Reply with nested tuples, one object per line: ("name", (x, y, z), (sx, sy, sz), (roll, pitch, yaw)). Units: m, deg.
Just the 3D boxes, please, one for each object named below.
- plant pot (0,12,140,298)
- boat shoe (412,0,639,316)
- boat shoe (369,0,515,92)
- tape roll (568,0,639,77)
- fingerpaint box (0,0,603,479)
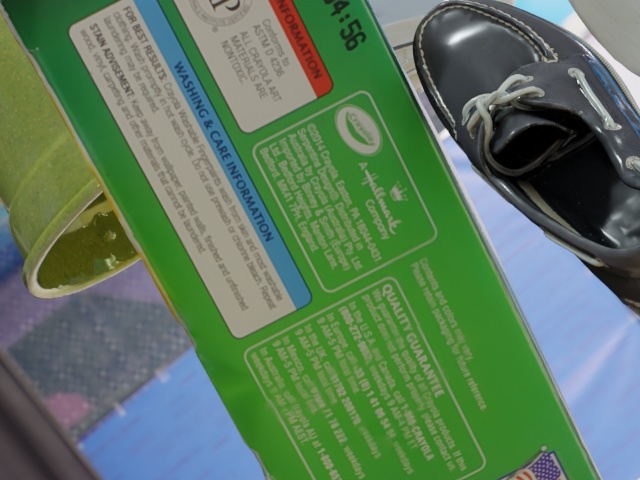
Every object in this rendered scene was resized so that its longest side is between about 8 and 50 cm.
("plant pot", (-0.197, -0.135, 1.257), (0.276, 0.254, 0.276), (-37, -10, -7))
("boat shoe", (0.097, -0.049, 0.651), (0.075, 0.206, 0.065), (-45, -38, 11))
("boat shoe", (0.060, -0.167, 1.380), (0.258, 0.084, 0.095), (-20, 31, -13))
("tape roll", (0.246, -0.247, 1.013), (0.100, 0.286, 0.286), (-21, -7, -17))
("fingerpaint box", (0.000, 0.000, 0.911), (0.163, 0.445, 0.371), (-27, 15, 0))
